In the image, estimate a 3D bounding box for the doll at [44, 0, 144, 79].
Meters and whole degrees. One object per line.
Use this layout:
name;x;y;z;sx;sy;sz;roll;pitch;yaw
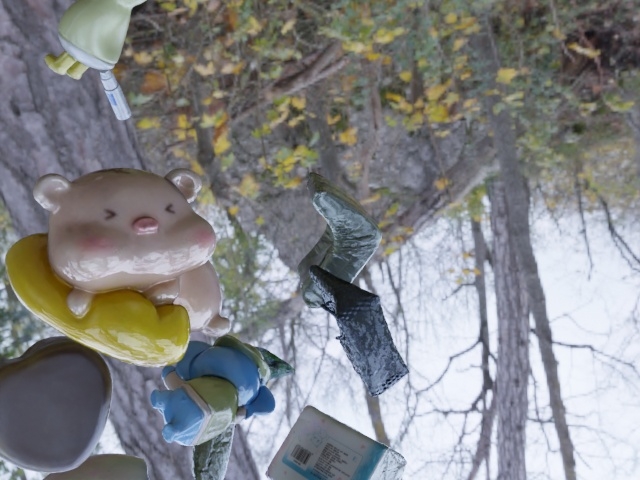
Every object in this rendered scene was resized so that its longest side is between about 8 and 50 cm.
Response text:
doll;-0.398;-0.431;1.302;0.117;0.296;0.141;34;-173;14

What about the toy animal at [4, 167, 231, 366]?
toy animal;-0.237;0.022;0.990;0.345;0.246;0.277;9;-158;-45

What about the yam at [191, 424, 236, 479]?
yam;-0.316;0.577;2.095;0.133;0.330;0.133;6;168;1

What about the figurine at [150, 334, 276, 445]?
figurine;-0.199;0.259;1.235;0.180;0.153;0.262;13;-164;37

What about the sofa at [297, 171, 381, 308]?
sofa;0.000;0.000;1.490;0.176;0.225;0.210;33;-167;-14

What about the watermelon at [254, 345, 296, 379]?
watermelon;-0.147;0.355;2.026;0.155;0.101;0.080;15;-157;39

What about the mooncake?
mooncake;-0.484;0.296;1.243;0.235;0.234;0.117;-19;-170;-32

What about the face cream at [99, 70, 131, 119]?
face cream;-0.433;-0.310;1.467;0.034;0.130;0.034;-2;-124;3

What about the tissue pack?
tissue pack;0.033;0.511;1.562;0.271;0.124;0.201;16;-114;45

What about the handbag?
handbag;0.065;0.174;1.315;0.089;0.270;0.175;-30;-158;-16

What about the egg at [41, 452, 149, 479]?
egg;-0.679;0.779;1.963;0.340;0.354;0.354;9;-170;-23
